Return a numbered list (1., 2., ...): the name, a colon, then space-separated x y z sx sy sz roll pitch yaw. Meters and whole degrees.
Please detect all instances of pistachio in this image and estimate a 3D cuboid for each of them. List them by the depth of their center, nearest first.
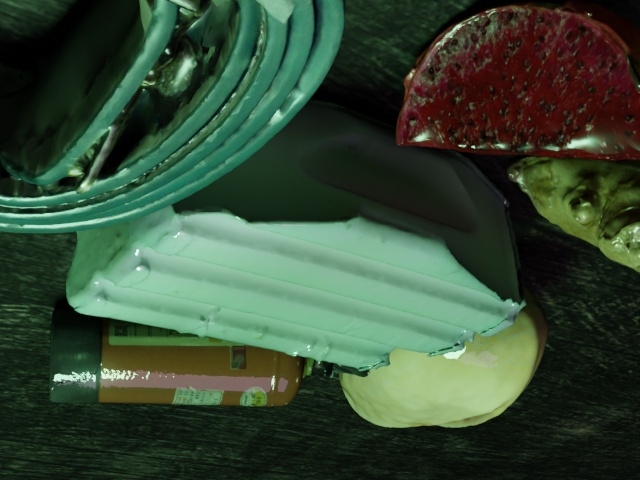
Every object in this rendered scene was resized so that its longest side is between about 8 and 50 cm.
1. pistachio: 0.153 0.141 1.418 0.188 0.187 0.299 10 148 -30

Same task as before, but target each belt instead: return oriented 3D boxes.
1. belt: -0.171 -0.160 0.819 0.300 0.173 0.436 18 141 -34

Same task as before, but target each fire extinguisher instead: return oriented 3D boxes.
1. fire extinguisher: -0.140 0.133 1.426 0.376 0.200 0.113 3 109 -9

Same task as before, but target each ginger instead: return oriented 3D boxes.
1. ginger: 0.323 -0.034 1.166 0.270 0.219 0.123 -2 113 23

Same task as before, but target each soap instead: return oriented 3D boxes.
1. soap: 0.000 0.000 1.162 0.446 0.156 0.261 16 142 -36

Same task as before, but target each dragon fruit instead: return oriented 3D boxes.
1. dragon fruit: 0.219 -0.137 1.030 0.262 0.134 0.212 6 -179 37
